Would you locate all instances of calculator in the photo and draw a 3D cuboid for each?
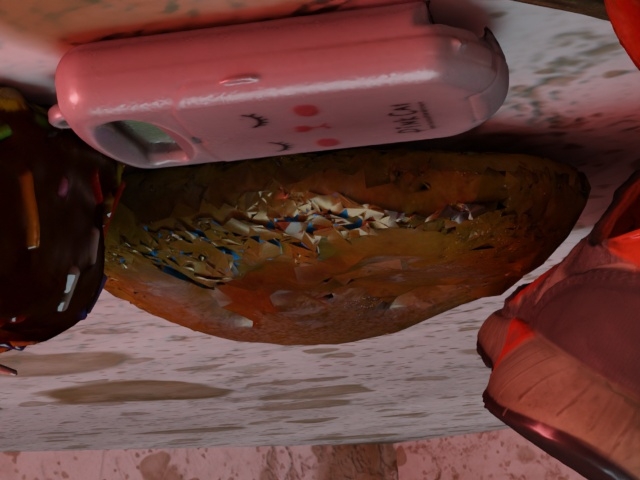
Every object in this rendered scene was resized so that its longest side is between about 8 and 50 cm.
[{"bbox_3d":[-0.017,-0.055,0.576,0.175,0.032,0.100,-6,169,9],"label":"calculator"}]

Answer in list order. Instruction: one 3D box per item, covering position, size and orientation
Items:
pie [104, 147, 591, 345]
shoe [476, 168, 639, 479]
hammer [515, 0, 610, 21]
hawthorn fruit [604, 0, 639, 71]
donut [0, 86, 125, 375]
[{"bbox_3d":[0.001,0.001,0.790,0.273,0.069,0.273,-6,164,-2],"label":"pie"},{"bbox_3d":[0.175,0.025,0.812,0.132,0.171,0.336,31,-172,6],"label":"shoe"},{"bbox_3d":[0.053,-0.086,0.492,0.182,0.017,0.062,3,167,-41],"label":"hammer"},{"bbox_3d":[0.114,-0.071,0.401,0.093,0.093,0.093,-5,169,-1],"label":"hawthorn fruit"},{"bbox_3d":[-0.191,0.005,0.646,0.230,0.096,0.216,3,167,-34],"label":"donut"}]
